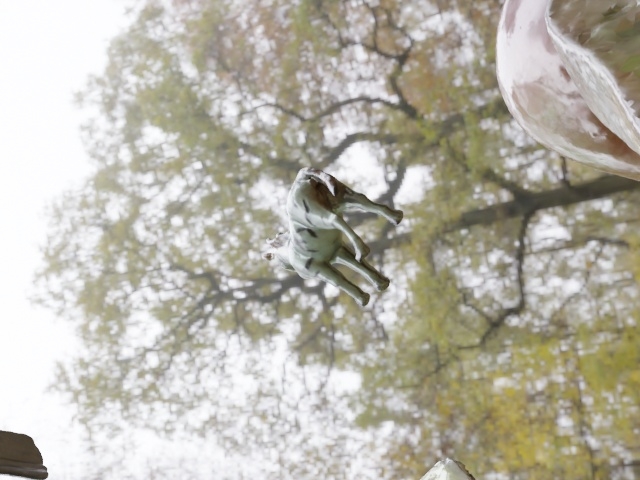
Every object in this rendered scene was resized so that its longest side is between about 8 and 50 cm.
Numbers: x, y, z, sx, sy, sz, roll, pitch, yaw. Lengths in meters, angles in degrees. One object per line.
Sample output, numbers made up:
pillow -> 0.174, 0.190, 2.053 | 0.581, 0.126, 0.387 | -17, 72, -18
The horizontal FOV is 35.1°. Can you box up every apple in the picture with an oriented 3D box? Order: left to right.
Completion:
apple -> 0.316, -0.181, 0.925 | 0.235, 0.306, 0.305 | 87, -165, -47

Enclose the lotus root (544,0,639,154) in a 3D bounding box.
lotus root -> 0.298, -0.129, 0.507 | 0.111, 0.375, 0.390 | 52, -130, -35

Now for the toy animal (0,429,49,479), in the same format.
toy animal -> -0.369, 0.136, 0.740 | 0.367, 0.206, 0.081 | -1, -128, -29

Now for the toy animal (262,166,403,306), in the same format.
toy animal -> 0.012, 0.013, 1.286 | 0.170, 0.255, 0.090 | 43, -125, 8

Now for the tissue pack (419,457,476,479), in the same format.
tissue pack -> 0.093, 0.444, 0.941 | 0.297, 0.380, 0.207 | 44, 171, 43
